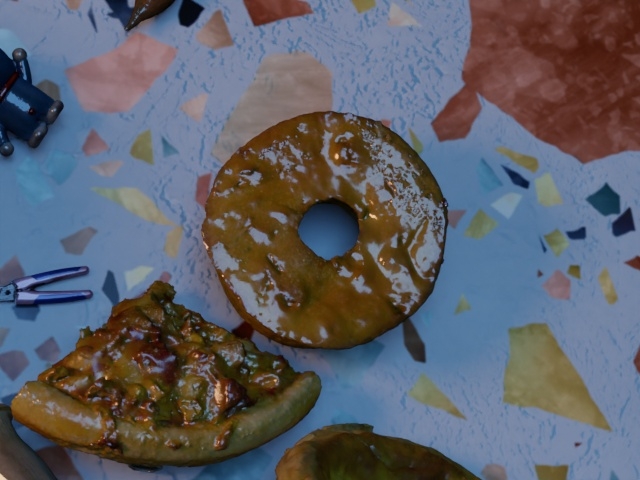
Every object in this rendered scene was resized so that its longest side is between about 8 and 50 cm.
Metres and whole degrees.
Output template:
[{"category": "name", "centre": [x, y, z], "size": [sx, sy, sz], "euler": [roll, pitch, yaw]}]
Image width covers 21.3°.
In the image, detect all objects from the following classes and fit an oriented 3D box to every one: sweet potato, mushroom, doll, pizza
[{"category": "sweet potato", "centre": [-0.194, -0.285, 1.978], "size": [0.049, 0.049, 0.117], "euler": [33, 65, 2]}, {"category": "mushroom", "centre": [-0.302, 0.284, 1.742], "size": [0.096, 0.108, 0.247], "euler": [-14, 75, -49]}, {"category": "doll", "centre": [-0.364, -0.167, 1.893], "size": [0.152, 0.085, 0.114], "euler": [32, 80, -10]}, {"category": "pizza", "centre": [-0.164, 0.134, 1.797], "size": [0.336, 0.086, 0.226], "euler": [0, 55, -20]}]

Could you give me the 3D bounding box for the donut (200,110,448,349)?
[{"category": "donut", "centre": [0.003, -0.001, 1.887], "size": [0.278, 0.108, 0.277], "euler": [3, 70, -10]}]

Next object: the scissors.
[{"category": "scissors", "centre": [-0.307, 0.052, 1.862], "size": [0.113, 0.012, 0.039], "euler": [-7, 73, -12]}]

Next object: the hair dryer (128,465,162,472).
[{"category": "hair dryer", "centre": [-0.143, 0.220, 1.829], "size": [0.124, 0.038, 0.063], "euler": [9, 72, -15]}]

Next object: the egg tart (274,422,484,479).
[{"category": "egg tart", "centre": [0.087, 0.322, 1.732], "size": [0.341, 0.341, 0.129], "euler": [30, 107, 1]}]
